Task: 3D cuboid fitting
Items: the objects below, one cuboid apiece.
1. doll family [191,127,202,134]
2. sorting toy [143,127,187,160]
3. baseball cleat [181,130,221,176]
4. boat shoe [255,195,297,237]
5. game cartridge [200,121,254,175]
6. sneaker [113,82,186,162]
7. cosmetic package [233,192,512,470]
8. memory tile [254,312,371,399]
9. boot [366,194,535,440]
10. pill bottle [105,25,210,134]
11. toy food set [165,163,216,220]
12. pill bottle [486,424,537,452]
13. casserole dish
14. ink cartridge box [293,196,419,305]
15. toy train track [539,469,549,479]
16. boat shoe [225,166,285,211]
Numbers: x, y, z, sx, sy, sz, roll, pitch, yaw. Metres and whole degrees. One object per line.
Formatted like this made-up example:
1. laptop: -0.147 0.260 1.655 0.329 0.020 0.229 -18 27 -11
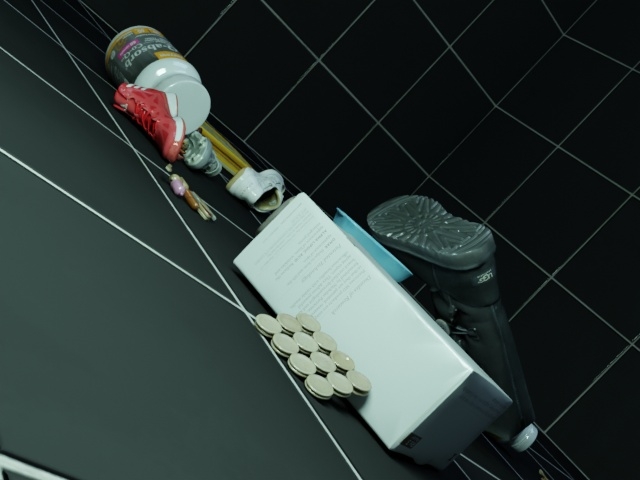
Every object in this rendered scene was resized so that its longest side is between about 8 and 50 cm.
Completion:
1. doll family: -0.342 -0.292 2.147 0.111 0.076 0.193 47 9 -12
2. sorting toy: -0.310 -0.210 1.801 0.102 0.042 0.061 41 5 -19
3. baseball cleat: -0.247 -0.178 1.895 0.109 0.072 0.206 49 5 -25
4. boat shoe: -0.019 0.006 1.796 0.130 0.132 0.355 44 6 17
5. game cartridge: -0.314 -0.290 2.477 0.285 0.052 0.323 40 6 -38
6. sneaker: -0.339 -0.230 1.704 0.128 0.087 0.221 13 28 -25
7. cosmetic package: 0.072 0.130 1.261 0.385 0.156 0.217 45 3 31
8. memory tile: -0.009 0.144 1.107 0.113 0.012 0.148 2 36 -49
9. boot: 0.265 0.154 1.813 0.367 0.146 0.445 38 -28 60
10. pill bottle: -0.360 -0.354 1.957 0.162 0.162 0.278 39 6 -47
11. toy food set: -0.222 -0.073 1.473 0.122 0.019 0.078 50 3 -10
12. pill bottle: 0.413 0.404 2.043 0.184 0.103 0.103 42 4 -6
13. casserole dish: 0.088 0.014 1.573 0.188 0.037 0.114 40 5 -19
14. ink cartridge box: 0.052 0.088 1.646 0.272 0.130 0.309 47 5 33
15. toy train track: 0.544 0.583 2.113 0.048 0.014 0.083 49 7 -30
16. boat shoe: -0.136 -0.109 2.106 0.096 0.098 0.277 45 14 11
